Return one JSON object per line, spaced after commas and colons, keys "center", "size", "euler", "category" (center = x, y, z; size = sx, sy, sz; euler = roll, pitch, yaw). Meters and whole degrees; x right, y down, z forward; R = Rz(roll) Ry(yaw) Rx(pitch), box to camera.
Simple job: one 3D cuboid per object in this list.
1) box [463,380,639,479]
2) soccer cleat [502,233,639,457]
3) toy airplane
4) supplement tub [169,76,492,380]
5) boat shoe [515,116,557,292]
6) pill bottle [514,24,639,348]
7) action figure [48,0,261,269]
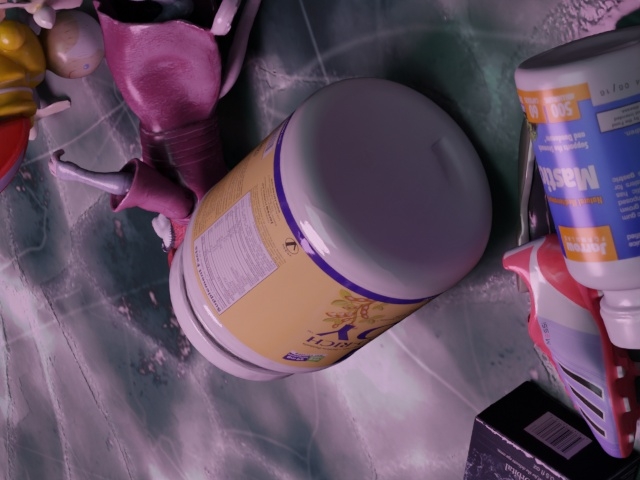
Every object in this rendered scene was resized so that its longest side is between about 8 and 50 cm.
{"center": [0.239, 0.264, 1.835], "size": [0.156, 0.093, 0.158], "euler": [33, 134, 32], "category": "box"}
{"center": [0.254, 0.105, 1.708], "size": [0.095, 0.083, 0.248], "euler": [-8, 115, 25], "category": "soccer cleat"}
{"center": [-0.405, -0.270, 2.158], "size": [0.386, 0.272, 0.384], "euler": [-114, 28, -66], "category": "toy airplane"}
{"center": [0.000, 0.000, 1.832], "size": [0.241, 0.241, 0.331], "euler": [58, 142, 6], "category": "supplement tub"}
{"center": [0.228, -0.045, 1.712], "size": [0.065, 0.075, 0.206], "euler": [1, 113, 1], "category": "boat shoe"}
{"center": [0.281, -0.047, 1.561], "size": [0.152, 0.152, 0.272], "euler": [-3, 108, 49], "category": "pill bottle"}
{"center": [-0.154, -0.135, 2.014], "size": [0.275, 0.248, 0.370], "euler": [-3, 110, 21], "category": "action figure"}
